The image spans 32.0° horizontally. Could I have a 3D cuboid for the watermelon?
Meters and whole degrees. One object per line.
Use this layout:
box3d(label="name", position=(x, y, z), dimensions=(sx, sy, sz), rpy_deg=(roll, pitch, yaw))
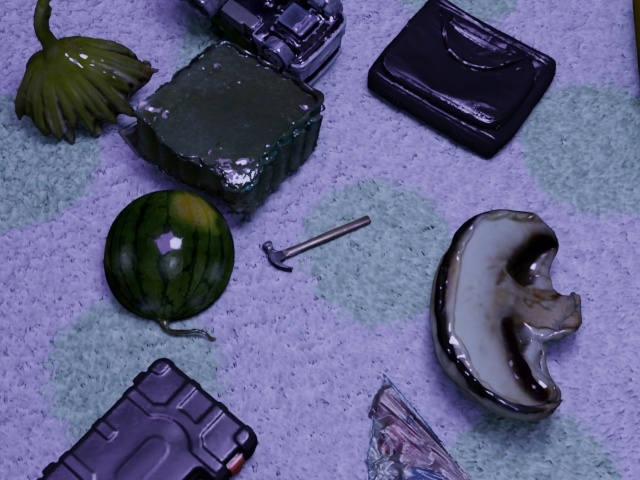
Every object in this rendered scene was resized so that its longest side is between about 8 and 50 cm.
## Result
box3d(label="watermelon", position=(-0.237, 0.018, 1.727), dimensions=(0.204, 0.127, 0.232), rpy_deg=(11, 68, 1))

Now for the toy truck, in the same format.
box3d(label="toy truck", position=(-0.121, -0.412, 1.928), dimensions=(0.363, 0.178, 0.176), rpy_deg=(38, 77, 17))

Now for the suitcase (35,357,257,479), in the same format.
box3d(label="suitcase", position=(-0.251, 0.326, 1.594), dimensions=(0.206, 0.066, 0.285), rpy_deg=(38, 67, 17))

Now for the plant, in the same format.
box3d(label="plant", position=(-0.424, -0.322, 1.803), dimensions=(0.251, 0.333, 0.180), rpy_deg=(-24, 49, 0))

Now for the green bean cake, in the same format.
box3d(label="green bean cake", position=(-0.147, -0.181, 1.811), dimensions=(0.241, 0.132, 0.255), rpy_deg=(31, 55, 13))

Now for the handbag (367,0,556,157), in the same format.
box3d(label="handbag", position=(0.245, -0.293, 1.931), dimensions=(0.275, 0.088, 0.244), rpy_deg=(31, 62, 16))

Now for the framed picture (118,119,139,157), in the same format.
box3d(label="framed picture", position=(-0.291, -0.185, 1.900), dimensions=(0.089, 0.006, 0.066), rpy_deg=(-32, 68, -17))

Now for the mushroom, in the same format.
box3d(label="mushroom", position=(0.278, 0.118, 1.692), dimensions=(0.248, 0.130, 0.344), rpy_deg=(4, 62, -17))

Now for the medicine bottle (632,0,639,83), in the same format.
box3d(label="medicine bottle", position=(0.644, -0.303, 1.862), dimensions=(0.225, 0.224, 0.384), rpy_deg=(4, 61, 1))

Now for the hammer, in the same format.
box3d(label="hammer", position=(0.000, 0.000, 1.803), dimensions=(0.182, 0.017, 0.062), rpy_deg=(-22, 65, -13))

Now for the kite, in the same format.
box3d(label="kite", position=(0.099, 0.385, 1.601), dimensions=(0.369, 0.014, 0.406), rpy_deg=(8, 63, 3))
